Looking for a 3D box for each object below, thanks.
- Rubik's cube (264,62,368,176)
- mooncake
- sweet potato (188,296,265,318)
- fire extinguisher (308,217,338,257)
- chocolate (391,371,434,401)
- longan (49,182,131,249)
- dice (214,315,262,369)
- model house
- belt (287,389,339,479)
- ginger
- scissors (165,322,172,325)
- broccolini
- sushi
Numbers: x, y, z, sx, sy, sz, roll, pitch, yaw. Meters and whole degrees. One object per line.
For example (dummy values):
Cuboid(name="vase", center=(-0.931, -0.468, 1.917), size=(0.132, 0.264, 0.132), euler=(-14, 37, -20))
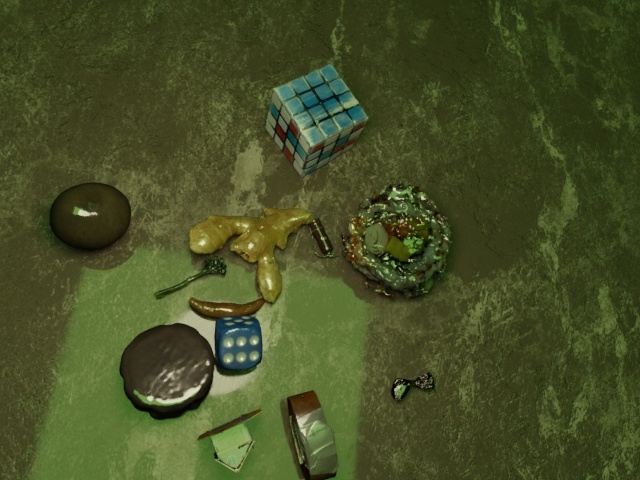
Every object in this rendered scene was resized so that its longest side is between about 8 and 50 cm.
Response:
Cuboid(name="Rubik's cube", center=(-0.020, -0.427, 2.030), size=(0.258, 0.253, 0.256), euler=(-30, 80, -21))
Cuboid(name="mooncake", center=(-0.461, 0.396, 1.727), size=(0.282, 0.141, 0.283), euler=(6, 62, -11))
Cuboid(name="sweet potato", center=(-0.303, 0.224, 1.861), size=(0.255, 0.058, 0.078), euler=(1, 52, -15))
Cuboid(name="fire extinguisher", center=(0.000, 0.000, 2.003), size=(0.078, 0.045, 0.157), euler=(-24, 79, -7))
Cuboid(name="chocolate", center=(0.305, 0.482, 1.892), size=(0.147, 0.070, 0.072), euler=(-11, 46, -15))
Cuboid(name="longan", center=(-0.719, -0.078, 1.776), size=(0.248, 0.248, 0.248), euler=(3, 71, -10))
Cuboid(name="dice", center=(-0.259, 0.319, 1.774), size=(0.143, 0.146, 0.147), euler=(-2, 98, -16))
Cuboid(name="model house", center=(-0.243, 0.600, 1.665), size=(0.207, 0.219, 0.136), euler=(-20, 82, -16))
Cuboid(name="belt", center=(-0.026, 0.593, 1.722), size=(0.105, 0.184, 0.262), euler=(-10, 73, -15))
Cuboid(name="ginger", center=(-0.227, -0.021, 1.927), size=(0.363, 0.122, 0.348), euler=(30, 63, -3))
Cuboid(name="scissors", center=(-0.511, 0.295, 1.822), size=(0.083, 0.006, 0.036), euler=(-28, 77, -18))
Cuboid(name="broccolini", center=(-0.428, 0.122, 1.873), size=(0.254, 0.058, 0.071), euler=(-26, 35, -21))
Cuboid(name="sushi", center=(0.274, 0.006, 1.983), size=(0.417, 0.176, 0.418), euler=(3, 71, -10))
